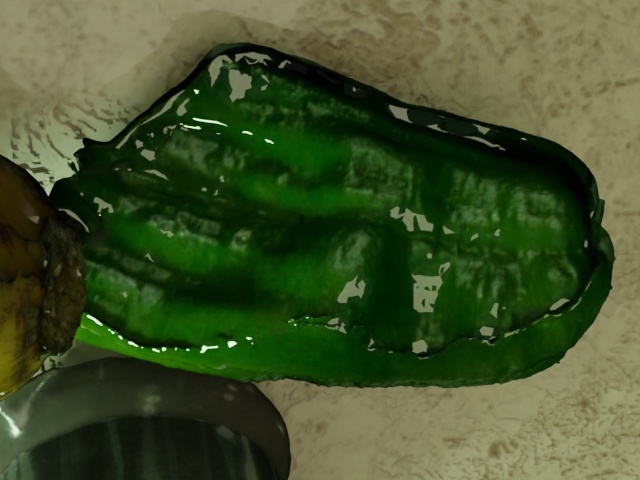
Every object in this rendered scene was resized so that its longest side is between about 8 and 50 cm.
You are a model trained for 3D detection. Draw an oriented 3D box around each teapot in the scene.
[{"bbox_3d":[-0.086,0.289,0.834,0.305,0.362,0.376,-31,133,17],"label":"teapot"}]

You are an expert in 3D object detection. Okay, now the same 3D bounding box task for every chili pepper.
[{"bbox_3d":[0.000,-0.001,0.850,0.384,0.213,0.167,6,155,0],"label":"chili pepper"}]

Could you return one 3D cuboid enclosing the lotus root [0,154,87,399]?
[{"bbox_3d":[-0.327,-0.007,0.703,0.397,0.196,0.179,12,100,-2],"label":"lotus root"}]
